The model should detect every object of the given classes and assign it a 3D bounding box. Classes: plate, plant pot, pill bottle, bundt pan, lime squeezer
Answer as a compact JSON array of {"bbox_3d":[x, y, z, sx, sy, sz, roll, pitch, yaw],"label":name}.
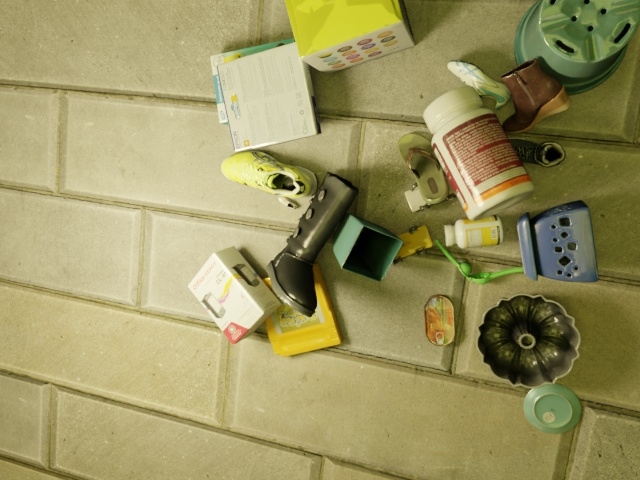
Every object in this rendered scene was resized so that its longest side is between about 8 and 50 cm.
[{"bbox_3d":[0.815,0.594,1.882,0.188,0.024,0.188,2,98,15],"label":"plate"},{"bbox_3d":[0.753,0.007,1.718,0.212,0.236,0.235,-8,96,22],"label":"plant pot"},{"bbox_3d":[0.521,-0.027,1.830,0.184,0.103,0.103,-6,95,7],"label":"pill bottle"},{"bbox_3d":[0.699,0.327,1.828,0.331,0.124,0.330,2,97,15],"label":"bundt pan"},{"bbox_3d":[0.140,0.004,1.880,0.166,0.234,0.165,20,105,-24],"label":"plant pot"},{"bbox_3d":[0.534,0.094,1.867,0.311,0.059,0.109,20,132,14],"label":"lime squeezer"},{"bbox_3d":[0.759,-0.622,1.576,0.341,0.334,0.340,2,98,17],"label":"plant pot"},{"bbox_3d":[0.500,-0.282,1.731,0.224,0.224,0.392,-27,77,18],"label":"pill bottle"}]

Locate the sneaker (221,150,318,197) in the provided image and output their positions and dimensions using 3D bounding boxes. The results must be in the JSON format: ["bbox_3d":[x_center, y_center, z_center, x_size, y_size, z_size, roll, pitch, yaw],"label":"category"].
[{"bbox_3d":[-0.204,-0.252,2.000,0.385,0.147,0.145,13,102,15],"label":"sneaker"}]

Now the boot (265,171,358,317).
[{"bbox_3d":[-0.001,-0.001,1.864,0.146,0.367,0.445,31,99,-32],"label":"boot"}]

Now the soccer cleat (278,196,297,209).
[{"bbox_3d":[-0.128,-0.144,2.050,0.083,0.035,0.029,32,105,10],"label":"soccer cleat"}]

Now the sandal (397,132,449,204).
[{"bbox_3d":[0.352,-0.259,1.824,0.120,0.086,0.302,-31,56,16],"label":"sandal"}]

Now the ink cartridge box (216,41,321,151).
[{"bbox_3d":[-0.184,-0.507,1.920,0.330,0.071,0.323,-8,97,20],"label":"ink cartridge box"}]

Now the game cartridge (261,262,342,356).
[{"bbox_3d":[-0.092,0.277,2.087,0.286,0.053,0.323,-17,91,18],"label":"game cartridge"}]

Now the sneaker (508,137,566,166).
[{"bbox_3d":[0.676,-0.288,1.734,0.226,0.163,0.086,10,102,16],"label":"sneaker"}]

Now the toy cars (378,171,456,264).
[{"bbox_3d":[0.356,-0.075,1.897,0.177,0.087,0.393,30,100,22],"label":"toy cars"}]

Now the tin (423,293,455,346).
[{"bbox_3d":[0.434,0.289,1.946,0.106,0.040,0.189,-1,97,20],"label":"tin"}]

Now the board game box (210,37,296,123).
[{"bbox_3d":[-0.229,-0.587,1.998,0.336,0.079,0.253,-6,96,17],"label":"board game box"}]

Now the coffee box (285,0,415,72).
[{"bbox_3d":[0.088,-0.778,1.747,0.338,0.334,0.338,-14,93,17],"label":"coffee box"}]

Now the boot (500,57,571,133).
[{"bbox_3d":[0.631,-0.451,1.683,0.207,0.090,0.248,36,150,-22],"label":"boot"}]

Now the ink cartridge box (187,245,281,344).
[{"bbox_3d":[-0.337,0.212,2.076,0.306,0.131,0.226,48,119,10],"label":"ink cartridge box"}]

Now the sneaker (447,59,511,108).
[{"bbox_3d":[0.521,-0.525,1.787,0.237,0.085,0.086,36,100,10],"label":"sneaker"}]
